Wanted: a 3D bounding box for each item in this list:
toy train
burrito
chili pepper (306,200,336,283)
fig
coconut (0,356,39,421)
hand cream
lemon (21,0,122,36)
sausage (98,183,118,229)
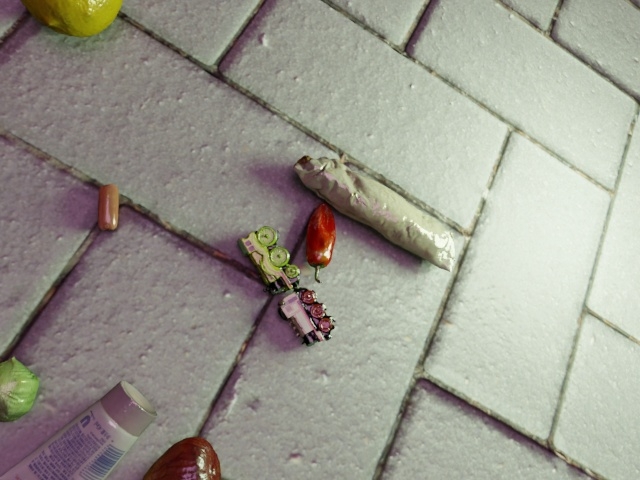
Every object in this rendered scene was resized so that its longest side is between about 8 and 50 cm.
[{"bbox_3d":[-0.062,0.088,0.985,0.085,0.053,0.250,-33,87,-16],"label":"toy train"},{"bbox_3d":[0.121,-0.067,1.079,0.391,0.076,0.117,31,39,-8],"label":"burrito"},{"bbox_3d":[-0.001,0.000,1.031,0.059,0.050,0.191,14,58,-11],"label":"chili pepper"},{"bbox_3d":[-0.228,0.364,0.817,0.152,0.119,0.119,14,70,-3],"label":"fig"},{"bbox_3d":[-0.473,0.223,0.787,0.087,0.088,0.096,7,78,-17],"label":"coconut"},{"bbox_3d":[-0.367,0.337,0.801,0.248,0.083,0.133,-43,90,-13],"label":"hand cream"},{"bbox_3d":[-0.448,-0.471,0.948,0.178,0.178,0.203,21,70,-12],"label":"lemon"},{"bbox_3d":[-0.376,-0.058,0.928,0.034,0.034,0.084,0,75,-19],"label":"sausage"}]
